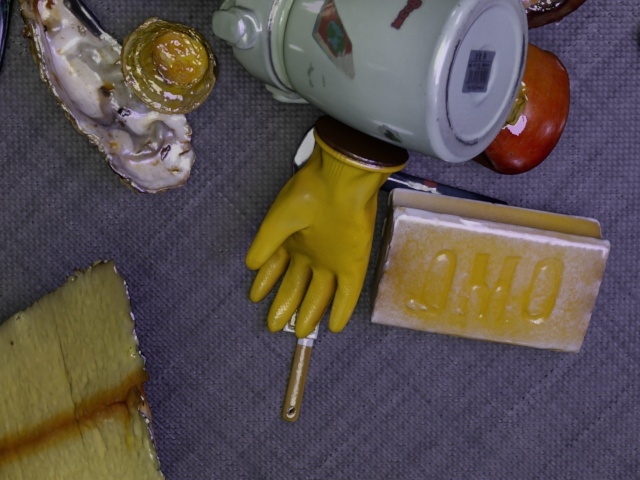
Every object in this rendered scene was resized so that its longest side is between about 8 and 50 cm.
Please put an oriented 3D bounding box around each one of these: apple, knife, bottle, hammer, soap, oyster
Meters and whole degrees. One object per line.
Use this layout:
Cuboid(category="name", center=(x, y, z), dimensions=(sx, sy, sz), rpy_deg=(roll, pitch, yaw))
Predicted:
Cuboid(category="apple", center=(0.232, -0.167, 1.526), dimensions=(0.147, 0.156, 0.158), rpy_deg=(38, 83, -16))
Cuboid(category="knife", center=(-0.025, 0.113, 1.616), dimensions=(0.046, 0.022, 0.256), rpy_deg=(11, 97, 1))
Cuboid(category="bottle", center=(0.049, -0.232, 1.442), dimensions=(0.351, 0.229, 0.229), rpy_deg=(20, 98, 34))
Cuboid(category="hammer", center=(0.107, -0.077, 1.589), dimensions=(0.289, 0.037, 0.137), rpy_deg=(18, 98, -4))
Cuboid(category="soap", center=(0.209, 0.041, 1.567), dimensions=(0.274, 0.089, 0.173), rpy_deg=(8, 115, -5))
Cuboid(category="oyster", center=(-0.278, -0.204, 1.541), dimensions=(0.128, 0.078, 0.345), rpy_deg=(-38, 96, -18))

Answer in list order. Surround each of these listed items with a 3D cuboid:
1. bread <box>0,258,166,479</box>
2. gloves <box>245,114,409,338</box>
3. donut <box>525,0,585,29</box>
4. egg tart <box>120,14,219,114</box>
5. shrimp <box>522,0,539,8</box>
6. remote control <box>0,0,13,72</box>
Cuboid(category="bread", center=(-0.308, 0.233, 1.472), dimensions=(0.242, 0.405, 0.346), rpy_deg=(-17, 86, -11))
Cuboid(category="gloves", center=(0.001, 0.001, 1.536), dimensions=(0.133, 0.116, 0.294), rpy_deg=(34, 119, 21))
Cuboid(category="donut", center=(0.228, -0.384, 1.522), dimensions=(0.269, 0.103, 0.270), rpy_deg=(0, 95, -2))
Cuboid(category="egg tart", center=(-0.184, -0.221, 1.530), dimensions=(0.130, 0.052, 0.130), rpy_deg=(6, 76, -24))
Cuboid(category="shrimp", center=(0.249, -0.349, 1.456), dimensions=(0.101, 0.042, 0.190), rpy_deg=(40, 93, 1))
Cuboid(category="remote control", center=(-0.417, -0.304, 1.529), dimensions=(0.072, 0.042, 0.222), rpy_deg=(10, 97, -2))
